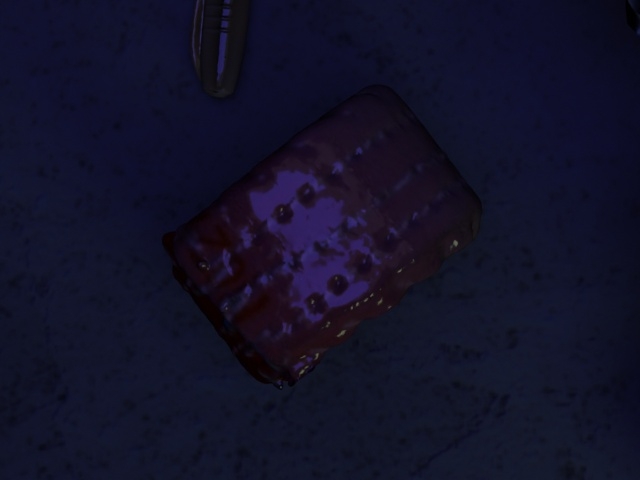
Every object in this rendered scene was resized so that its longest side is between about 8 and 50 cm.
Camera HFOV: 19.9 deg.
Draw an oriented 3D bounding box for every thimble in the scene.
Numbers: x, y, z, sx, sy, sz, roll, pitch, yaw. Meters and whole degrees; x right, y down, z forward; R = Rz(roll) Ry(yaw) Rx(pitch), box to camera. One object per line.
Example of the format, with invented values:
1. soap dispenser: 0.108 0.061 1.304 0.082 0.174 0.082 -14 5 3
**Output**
1. thimble: 0.004 -0.003 1.178 0.189 0.163 0.125 -37 89 -11

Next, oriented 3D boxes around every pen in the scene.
1. pen: -0.062 -0.214 1.245 0.040 0.032 0.233 5 89 26

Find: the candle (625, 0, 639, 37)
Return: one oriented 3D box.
1. candle: 0.352 -0.203 1.074 0.342 0.221 0.221 7 91 19
